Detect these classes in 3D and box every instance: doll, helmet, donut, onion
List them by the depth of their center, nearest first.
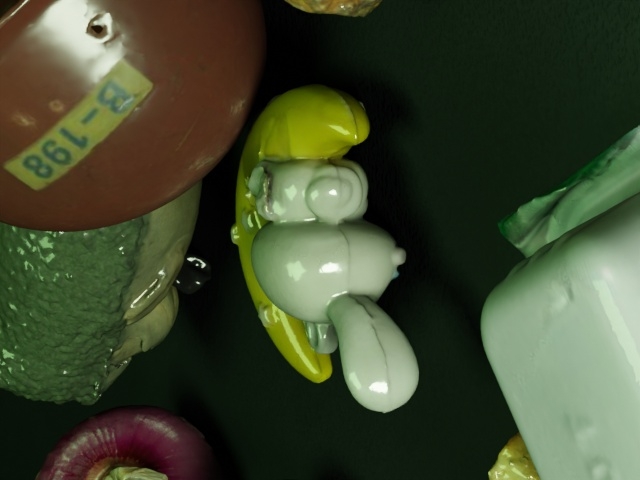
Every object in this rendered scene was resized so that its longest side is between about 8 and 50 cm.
[{"bbox_3d":[0.135,0.182,1.132,0.043,0.097,0.108,35,96,29],"label":"donut"},{"bbox_3d":[0.000,0.000,1.272,0.252,0.111,0.237,-174,83,-66],"label":"doll"},{"bbox_3d":[-0.184,-0.128,1.342,0.230,0.385,0.337,45,-164,-20],"label":"helmet"},{"bbox_3d":[-0.226,0.008,1.611,0.247,0.247,0.349,52,129,37],"label":"doll"},{"bbox_3d":[-0.213,0.270,1.795,0.207,0.200,0.200,-47,56,17],"label":"onion"}]

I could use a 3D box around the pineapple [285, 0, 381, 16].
[{"bbox_3d":[0.017,-0.247,1.078,0.108,0.108,0.198,48,137,41],"label":"pineapple"}]

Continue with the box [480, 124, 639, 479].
[{"bbox_3d":[0.196,0.111,0.936,0.337,0.106,0.264,68,156,10],"label":"box"}]
